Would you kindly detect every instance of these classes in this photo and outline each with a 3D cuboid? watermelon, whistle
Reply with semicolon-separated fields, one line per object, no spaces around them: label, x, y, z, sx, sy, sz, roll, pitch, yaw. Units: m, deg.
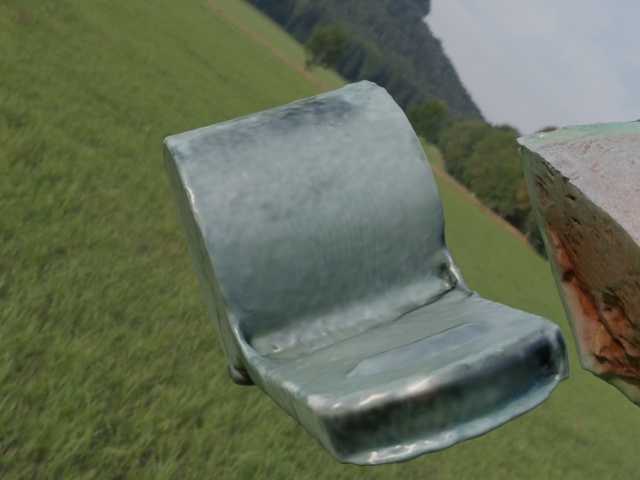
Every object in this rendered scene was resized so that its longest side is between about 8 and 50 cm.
watermelon;0.253;0.025;0.560;0.180;0.224;0.305;22;21;-34
whistle;0.009;0.031;0.596;0.405;0.168;0.188;-121;-162;-50
